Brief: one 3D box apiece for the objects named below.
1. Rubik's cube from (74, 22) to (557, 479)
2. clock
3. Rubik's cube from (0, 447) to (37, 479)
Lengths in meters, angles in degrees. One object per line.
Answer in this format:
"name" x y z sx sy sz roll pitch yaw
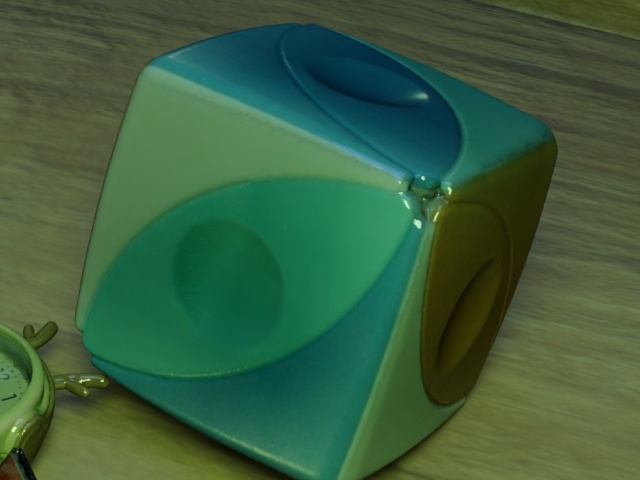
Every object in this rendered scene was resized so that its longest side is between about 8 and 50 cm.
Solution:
"Rubik's cube" 0.000 0.000 1.388 0.351 0.347 0.352 25 25 20
"clock" -0.366 0.159 1.325 0.308 0.096 0.235 -16 38 -34
"Rubik's cube" -0.252 0.241 1.194 0.211 0.190 0.178 11 14 -5
